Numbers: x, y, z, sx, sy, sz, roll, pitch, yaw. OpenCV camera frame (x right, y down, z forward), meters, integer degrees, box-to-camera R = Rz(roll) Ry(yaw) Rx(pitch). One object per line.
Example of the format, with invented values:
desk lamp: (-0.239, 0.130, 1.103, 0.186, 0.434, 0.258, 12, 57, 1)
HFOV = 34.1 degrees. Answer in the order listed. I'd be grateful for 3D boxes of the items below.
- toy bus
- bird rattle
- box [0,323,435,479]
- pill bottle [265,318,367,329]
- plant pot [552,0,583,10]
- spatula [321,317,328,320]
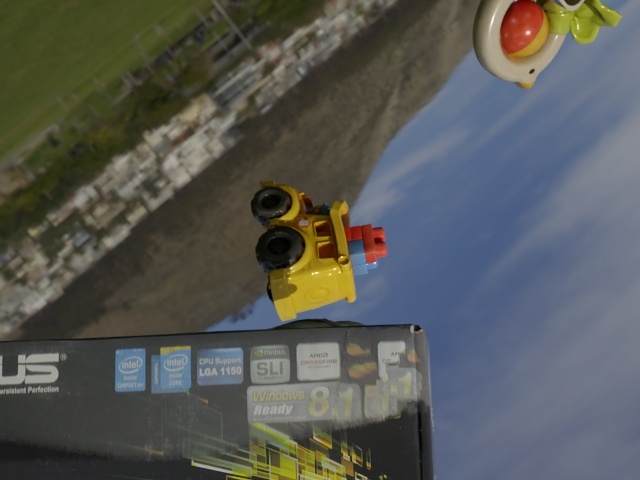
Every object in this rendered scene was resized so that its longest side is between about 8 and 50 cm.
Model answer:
toy bus: (0.000, 0.000, 1.725, 0.211, 0.149, 0.220, -12, -127, 2)
bird rattle: (0.286, -0.316, 1.411, 0.143, 0.253, 0.207, 32, -86, 38)
box: (-0.108, 0.229, 0.774, 0.395, 0.318, 0.097, -2, 169, 7)
pill bottle: (-0.037, 0.205, 1.290, 0.204, 0.204, 0.361, -33, 168, 24)
plant pot: (0.137, -0.229, 0.667, 0.109, 0.109, 0.096, -52, -147, 2)
spatula: (-0.048, 0.228, 1.493, 0.030, 0.084, 0.296, 2, -133, 37)
